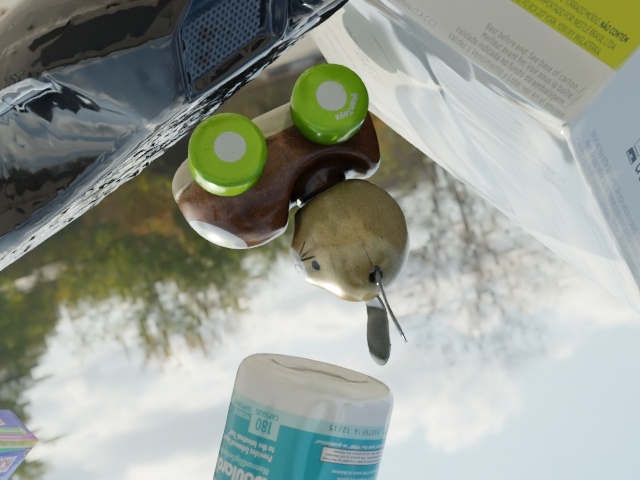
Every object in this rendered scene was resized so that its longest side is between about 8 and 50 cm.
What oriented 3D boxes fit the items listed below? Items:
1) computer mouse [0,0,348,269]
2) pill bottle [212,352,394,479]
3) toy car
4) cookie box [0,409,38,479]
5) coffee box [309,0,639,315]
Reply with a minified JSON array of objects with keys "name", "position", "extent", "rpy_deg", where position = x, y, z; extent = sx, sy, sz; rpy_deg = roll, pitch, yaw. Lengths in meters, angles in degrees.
[{"name":"computer mouse","position":[-0.020,-0.084,0.437],"extent":[0.184,0.060,0.262],"rpy_deg":[-41,-174,-39]},{"name":"pill bottle","position":[-0.030,0.243,1.346],"extent":[0.146,0.264,0.146],"rpy_deg":[13,-178,-1]},{"name":"toy car","position":[0.000,0.000,1.028],"extent":[0.149,0.188,0.155],"rpy_deg":[-28,171,-12]},{"name":"cookie box","position":[-0.283,0.182,1.157],"extent":[0.107,0.040,0.092],"rpy_deg":[-51,161,5]},{"name":"coffee box","position":[0.195,-0.209,1.060],"extent":[0.334,0.338,0.337],"rpy_deg":[-47,149,-4]}]
